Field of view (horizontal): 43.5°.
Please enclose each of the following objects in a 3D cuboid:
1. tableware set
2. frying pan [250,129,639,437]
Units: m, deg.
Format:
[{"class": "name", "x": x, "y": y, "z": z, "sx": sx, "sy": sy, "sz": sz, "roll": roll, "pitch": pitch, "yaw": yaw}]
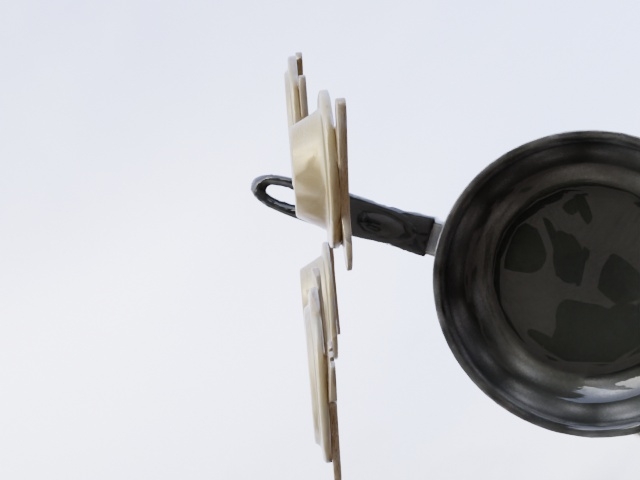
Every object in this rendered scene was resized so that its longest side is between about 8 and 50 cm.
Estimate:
[{"class": "tableware set", "x": 0.000, "y": 0.000, "z": 0.326, "sx": 0.020, "sy": 0.168, "sz": 0.141, "roll": -5, "pitch": -72, "yaw": -2}, {"class": "frying pan", "x": 0.113, "y": 0.034, "z": 0.549, "sx": 0.053, "sy": 0.326, "sz": 0.197, "roll": -8, "pitch": -88, "yaw": -64}]
